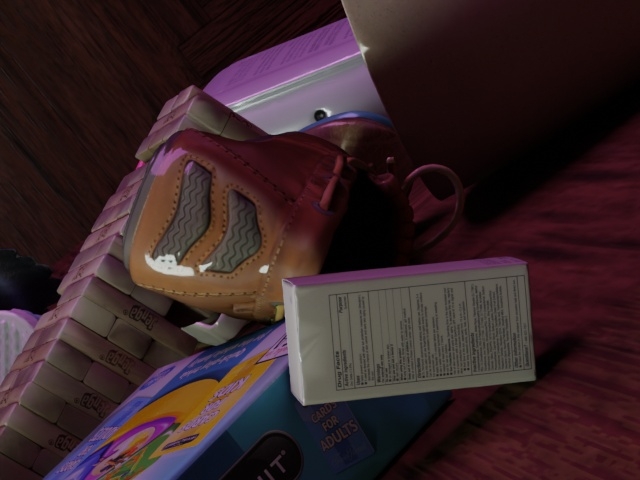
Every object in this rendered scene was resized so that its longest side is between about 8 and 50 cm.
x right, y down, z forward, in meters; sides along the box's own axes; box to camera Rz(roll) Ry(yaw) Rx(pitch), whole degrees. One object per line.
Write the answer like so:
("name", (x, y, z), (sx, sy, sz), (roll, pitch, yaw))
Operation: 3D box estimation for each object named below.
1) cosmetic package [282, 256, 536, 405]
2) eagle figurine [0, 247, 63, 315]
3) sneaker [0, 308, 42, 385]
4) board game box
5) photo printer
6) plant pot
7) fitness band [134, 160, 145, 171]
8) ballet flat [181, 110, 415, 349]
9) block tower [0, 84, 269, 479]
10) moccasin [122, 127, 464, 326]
("cosmetic package", (0.042, 0.042, 0.905), (0.115, 0.060, 0.041), (-4, 4, -9))
("eagle figurine", (-0.398, 0.075, 1.705), (0.298, 0.225, 0.226), (-37, 51, -12))
("sneaker", (-0.327, 0.206, 1.655), (0.366, 0.135, 0.150), (-41, -22, 16))
("board game box", (-0.119, 0.176, 0.979), (0.336, 0.079, 0.254), (-43, 10, -32))
("photo printer", (0.041, -0.148, 1.760), (0.308, 0.107, 0.256), (-21, 14, 14))
("plant pot", (0.166, -0.192, 1.312), (0.274, 0.256, 0.256), (-20, 12, 11))
("fitness band", (-0.175, -0.002, 1.865), (0.209, 0.054, 0.291), (-62, -4, -19))
("ballet flat", (-0.046, 0.016, 1.477), (0.342, 0.116, 0.124), (-28, 33, 51))
("block tower", (-0.135, 0.051, 1.310), (0.335, 0.097, 0.091), (-64, 17, -20))
("moccasin", (0.001, -0.003, 1.189), (0.380, 0.147, 0.139), (31, -99, -79))
